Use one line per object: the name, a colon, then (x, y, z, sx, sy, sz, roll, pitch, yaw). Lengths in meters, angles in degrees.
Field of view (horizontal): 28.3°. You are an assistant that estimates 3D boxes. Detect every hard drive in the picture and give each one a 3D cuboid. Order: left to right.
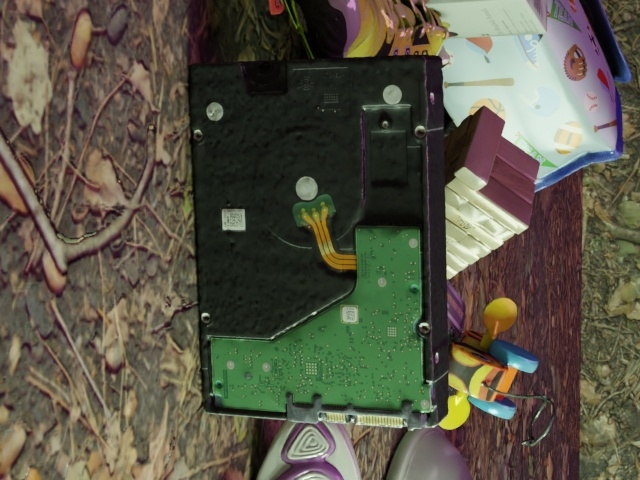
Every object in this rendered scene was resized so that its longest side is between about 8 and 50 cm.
hard drive: (0.000, 0.000, 1.186, 0.064, 0.237, 0.338, -16, 105, -66)

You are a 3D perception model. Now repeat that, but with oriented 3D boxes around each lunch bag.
lunch bag: (0.307, -0.301, 1.898, 0.327, 0.239, 0.385, 59, 25, -21)

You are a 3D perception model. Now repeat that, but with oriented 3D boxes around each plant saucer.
plant saucer: (0.180, 0.471, 1.876, 0.400, 0.101, 0.400, 1, 90, -69)

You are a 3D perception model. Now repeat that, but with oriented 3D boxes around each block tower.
block tower: (0.085, -0.001, 1.301, 0.097, 0.335, 0.091, 33, 49, -16)

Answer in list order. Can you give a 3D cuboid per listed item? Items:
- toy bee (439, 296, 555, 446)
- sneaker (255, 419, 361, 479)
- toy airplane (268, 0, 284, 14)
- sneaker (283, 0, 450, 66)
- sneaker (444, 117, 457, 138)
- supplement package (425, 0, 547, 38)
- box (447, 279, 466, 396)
toy bee: (0.220, 0.167, 1.763, 0.298, 0.162, 0.195, 138, -24, -77)
sneaker: (-0.006, 0.306, 1.406, 0.152, 0.114, 0.305, -76, 164, -65)
toy airplane: (-0.060, -0.296, 1.306, 0.151, 0.028, 0.151, 10, 90, -74)
sneaker: (0.049, -0.232, 1.335, 0.385, 0.147, 0.145, 21, 46, -81)
sneaker: (0.222, -0.135, 1.966, 0.118, 0.110, 0.292, 58, 37, -40)
supplement package: (0.142, -0.325, 1.534, 0.139, 0.244, 0.133, 23, 68, -67)
box: (0.150, 0.141, 1.839, 0.231, 0.056, 0.183, 47, 48, -61)
